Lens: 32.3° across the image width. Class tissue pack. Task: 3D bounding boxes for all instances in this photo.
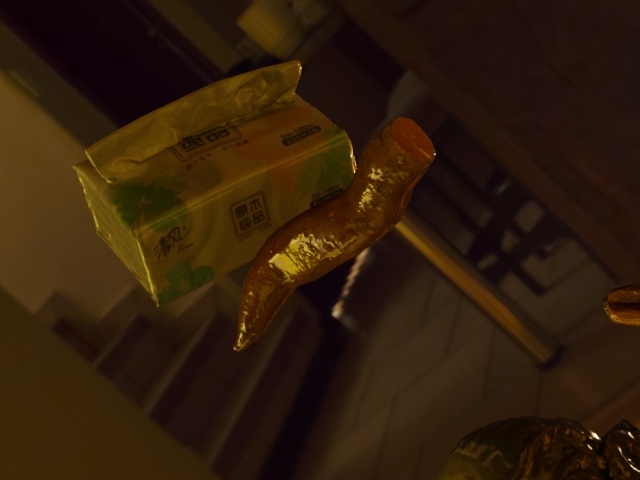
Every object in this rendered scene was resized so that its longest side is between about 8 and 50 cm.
[{"bbox_3d":[-0.101,-0.072,1.050,0.229,0.145,0.159,-27,40,-19],"label":"tissue pack"}]

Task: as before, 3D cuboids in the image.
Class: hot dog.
[{"bbox_3d":[0.544,0.107,1.754,0.188,0.055,0.072,3,64,28],"label":"hot dog"}]

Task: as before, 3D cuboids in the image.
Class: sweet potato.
[{"bbox_3d":[0.000,0.000,0.954,0.059,0.067,0.281,-17,-19,-46],"label":"sweet potato"}]

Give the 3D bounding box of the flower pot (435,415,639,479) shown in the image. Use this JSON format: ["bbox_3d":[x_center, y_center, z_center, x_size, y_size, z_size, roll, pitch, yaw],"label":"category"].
[{"bbox_3d":[0.253,0.322,1.145,0.302,0.213,0.302,-178,90,-73],"label":"flower pot"}]
